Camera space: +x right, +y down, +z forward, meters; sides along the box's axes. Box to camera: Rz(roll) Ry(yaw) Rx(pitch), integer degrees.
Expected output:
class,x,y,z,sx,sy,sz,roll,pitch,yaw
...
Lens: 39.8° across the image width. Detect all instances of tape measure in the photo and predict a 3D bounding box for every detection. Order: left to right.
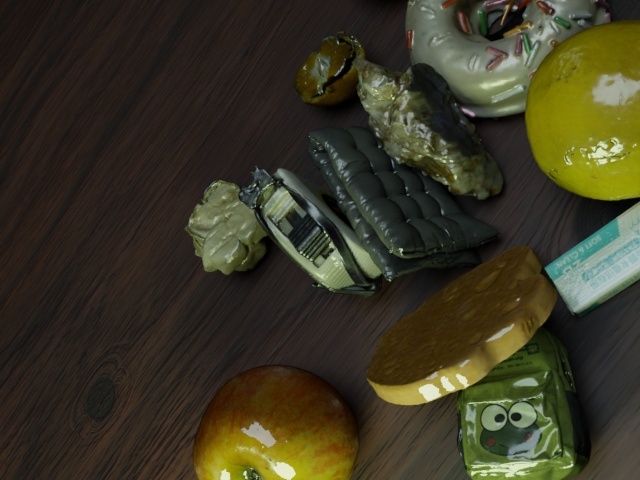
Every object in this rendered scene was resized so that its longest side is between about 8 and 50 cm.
class,x,y,z,sx,sy,sz,roll,pitch,yaw
tape measure,0.000,0.000,1.581,0.133,0.271,0.231,-47,57,11

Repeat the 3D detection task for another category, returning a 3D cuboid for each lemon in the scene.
class,x,y,z,sx,sy,sz,roll,pitch,yaw
lemon,0.467,-0.200,1.371,0.297,0.297,0.297,-9,72,27

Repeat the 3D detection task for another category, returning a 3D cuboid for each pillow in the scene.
class,x,y,z,sx,sy,sz,roll,pitch,yaw
pillow,0.137,-0.079,1.565,0.326,0.228,0.101,57,137,32

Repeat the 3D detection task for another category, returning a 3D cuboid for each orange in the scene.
class,x,y,z,sx,sy,sz,roll,pitch,yaw
orange,0.030,-0.331,1.758,0.160,0.112,0.170,-60,24,8

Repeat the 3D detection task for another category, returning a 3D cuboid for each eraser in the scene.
class,x,y,z,sx,sy,sz,roll,pitch,yaw
eraser,0.482,0.024,1.429,0.225,0.052,0.095,-37,58,16

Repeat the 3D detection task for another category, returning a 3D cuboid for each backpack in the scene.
class,x,y,z,sx,sy,sz,roll,pitch,yaw
backpack,0.317,0.262,1.408,0.207,0.140,0.253,-14,61,24

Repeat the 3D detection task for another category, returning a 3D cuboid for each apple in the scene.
class,x,y,z,sx,sy,sz,roll,pitch,yaw
apple,-0.086,0.353,1.530,0.302,0.301,0.301,-9,72,27

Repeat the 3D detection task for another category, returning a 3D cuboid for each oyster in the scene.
class,x,y,z,sx,sy,sz,roll,pitch,yaw
oyster,0.186,-0.208,1.558,0.341,0.166,0.110,58,151,11

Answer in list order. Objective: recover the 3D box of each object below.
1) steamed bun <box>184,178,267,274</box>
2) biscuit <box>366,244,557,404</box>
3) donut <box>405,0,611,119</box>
class,x,y,z,sx,sy,sz,roll,pitch,yaw
steamed bun,-0.177,-0.015,1.789,0.177,0.106,0.192,20,78,37
biscuit,0.232,0.141,1.422,0.351,0.312,0.057,-38,104,-4
donut,0.321,-0.405,1.596,0.383,0.142,0.382,-8,73,28
